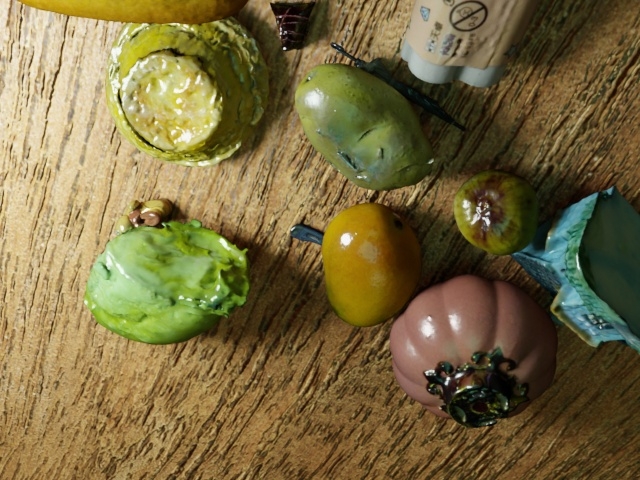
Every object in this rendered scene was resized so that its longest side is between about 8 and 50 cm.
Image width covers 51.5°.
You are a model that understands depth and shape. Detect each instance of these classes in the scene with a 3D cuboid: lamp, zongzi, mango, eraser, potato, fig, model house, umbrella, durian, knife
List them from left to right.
[{"bbox_3d":[-0.292,0.082,1.230,0.255,0.204,0.339,29,141,-18],"label":"durian"},{"bbox_3d":[-0.036,-0.341,1.028,0.073,0.067,0.083,-14,100,24],"label":"zongzi"},{"bbox_3d":[0.000,0.000,1.244,0.121,0.018,0.031,25,114,-7],"label":"knife"},{"bbox_3d":[0.066,-0.174,1.052,0.248,0.143,0.169,40,128,-19],"label":"potato"},{"bbox_3d":[0.094,0.050,1.193,0.175,0.139,0.254,4,129,16],"label":"mango"},{"bbox_3d":[0.128,-0.250,1.074,0.269,0.044,0.044,28,95,-19],"label":"umbrella"},{"bbox_3d":[0.276,0.212,1.197,0.305,0.240,0.305,3,127,3],"label":"lamp"},{"bbox_3d":[0.222,-0.342,0.895,0.171,0.087,0.290,4,146,-6],"label":"eraser"},{"bbox_3d":[0.297,-0.046,1.111,0.136,0.121,0.153,-22,106,24],"label":"fig"},{"bbox_3d":[0.443,0.076,1.130,0.261,0.226,0.241,42,147,-14],"label":"model house"}]

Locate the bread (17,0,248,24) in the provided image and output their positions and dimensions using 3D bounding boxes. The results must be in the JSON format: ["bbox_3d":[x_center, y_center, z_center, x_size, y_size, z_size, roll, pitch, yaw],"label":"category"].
[{"bbox_3d":[-0.276,-0.407,0.917,0.388,0.236,0.183,5,120,5],"label":"bread"}]

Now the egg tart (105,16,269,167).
[{"bbox_3d":[-0.228,-0.239,1.076,0.294,0.123,0.294,5,122,7],"label":"egg tart"}]

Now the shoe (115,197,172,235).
[{"bbox_3d":[-0.334,-0.043,1.240,0.109,0.069,0.072,-8,113,7],"label":"shoe"}]
